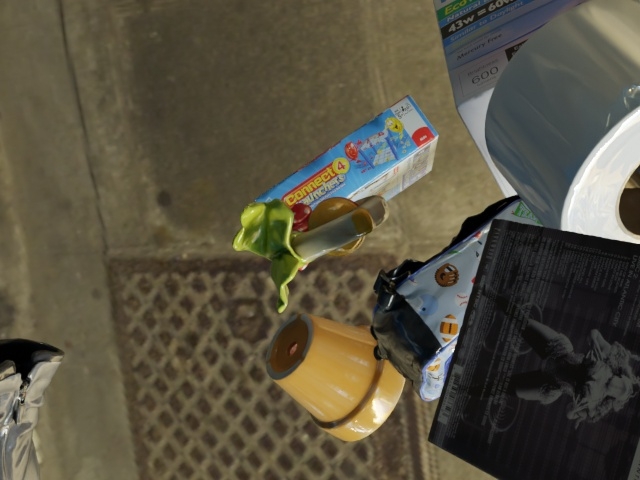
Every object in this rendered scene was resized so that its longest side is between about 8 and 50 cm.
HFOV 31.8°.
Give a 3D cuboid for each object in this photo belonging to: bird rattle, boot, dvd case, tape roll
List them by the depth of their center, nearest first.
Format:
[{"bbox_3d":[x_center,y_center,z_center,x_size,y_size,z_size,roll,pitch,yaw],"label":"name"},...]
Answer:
[{"bbox_3d":[0.149,0.076,0.690,0.221,0.018,0.164,15,88,65],"label":"dvd case"},{"bbox_3d":[-0.348,0.219,0.977,0.118,0.338,0.222,15,110,10],"label":"boot"},{"bbox_3d":[0.311,-0.101,1.131,0.246,0.246,0.169,-62,36,27],"label":"tape roll"},{"bbox_3d":[0.000,0.000,1.515,0.207,0.253,0.143,-21,88,16],"label":"bird rattle"}]

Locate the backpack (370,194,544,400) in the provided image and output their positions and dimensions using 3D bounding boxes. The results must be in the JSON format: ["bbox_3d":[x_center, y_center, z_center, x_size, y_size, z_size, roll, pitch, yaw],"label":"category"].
[{"bbox_3d":[0.206,0.079,1.402,0.263,0.276,0.213,-44,77,-11],"label":"backpack"}]

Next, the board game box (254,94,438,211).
[{"bbox_3d":[0.050,-0.097,1.919,0.302,0.308,0.086,-34,82,-1],"label":"board game box"}]

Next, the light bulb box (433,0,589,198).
[{"bbox_3d":[0.376,-0.267,1.602,0.358,0.361,0.225,-25,122,15],"label":"light bulb box"}]

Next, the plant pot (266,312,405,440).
[{"bbox_3d":[0.014,0.223,1.976,0.188,0.205,0.205,32,128,-29],"label":"plant pot"}]
